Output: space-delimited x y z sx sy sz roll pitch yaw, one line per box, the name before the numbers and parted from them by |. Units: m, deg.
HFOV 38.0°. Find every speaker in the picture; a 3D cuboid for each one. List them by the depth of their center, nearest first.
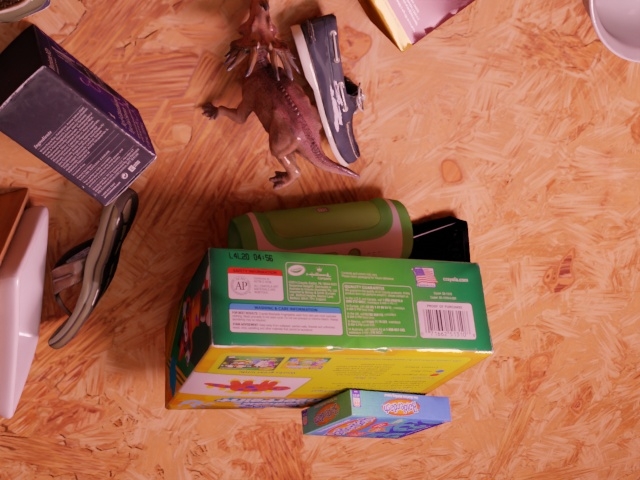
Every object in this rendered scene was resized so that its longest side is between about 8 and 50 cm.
speaker | 0.000 0.000 1.561 0.296 0.131 0.131 -7 126 -19

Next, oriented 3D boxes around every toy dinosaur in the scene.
toy dinosaur | -0.054 -0.196 1.345 0.127 0.296 0.200 -38 175 -26

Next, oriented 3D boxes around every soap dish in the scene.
soap dish | -0.486 0.096 1.373 0.118 0.229 0.291 8 121 -9

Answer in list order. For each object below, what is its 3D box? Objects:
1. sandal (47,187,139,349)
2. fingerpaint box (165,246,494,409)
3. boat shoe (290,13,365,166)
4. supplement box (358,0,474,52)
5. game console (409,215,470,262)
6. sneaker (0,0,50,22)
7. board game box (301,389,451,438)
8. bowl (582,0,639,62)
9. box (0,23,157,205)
sandal | -0.370 0.036 1.459 0.086 0.120 0.303 24 113 -4
fingerpaint box | -0.006 0.158 1.524 0.444 0.163 0.371 3 155 -18
boat shoe | 0.026 -0.230 1.438 0.079 0.095 0.255 -19 120 4
supplement box | 0.131 -0.416 1.323 0.194 0.129 0.191 -35 129 4
game console | 0.193 0.118 1.785 0.213 0.044 0.361 -19 129 -9
sneaker | -0.438 -0.302 1.200 0.192 0.086 0.064 -9 93 13
board game box | 0.096 0.306 1.619 0.210 0.047 0.160 10 154 -30
bowl | 0.523 -0.444 1.468 0.297 0.134 0.298 -11 127 -15
box | -0.346 -0.172 1.277 0.108 0.153 0.207 -42 130 9
